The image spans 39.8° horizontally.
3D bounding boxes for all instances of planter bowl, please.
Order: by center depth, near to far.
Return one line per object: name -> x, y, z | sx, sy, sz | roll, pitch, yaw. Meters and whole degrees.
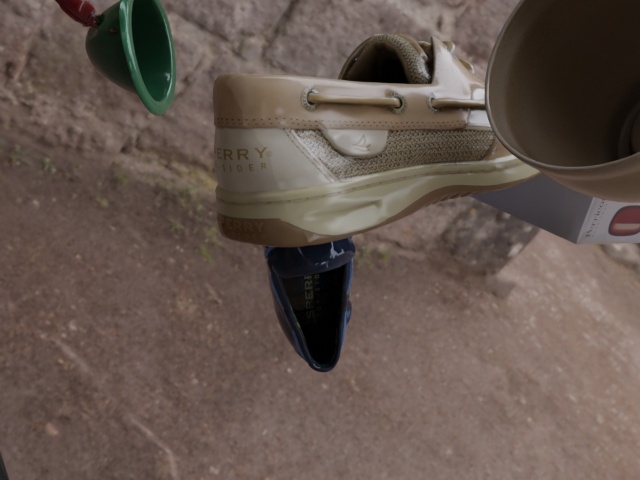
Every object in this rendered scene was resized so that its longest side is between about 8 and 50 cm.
planter bowl -> 0.192, -0.087, 0.508 | 0.109, 0.162, 0.162 | 33, 21, -38

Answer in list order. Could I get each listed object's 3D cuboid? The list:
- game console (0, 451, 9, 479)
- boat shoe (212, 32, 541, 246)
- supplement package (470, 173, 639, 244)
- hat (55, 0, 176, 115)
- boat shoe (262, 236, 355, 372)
game console -> -0.351, 0.183, 0.839 | 0.250, 0.293, 0.173 | 4, 28, 20
boat shoe -> 0.068, -0.087, 0.605 | 0.121, 0.110, 0.341 | 5, 18, 40
supplement package -> 0.276, -0.081, 0.884 | 0.134, 0.139, 0.244 | 29, 20, 37
hat -> -0.301, -0.247, 1.150 | 0.208, 0.183, 0.173 | -85, 165, -50
boat shoe -> 0.000, 0.000, 0.752 | 0.089, 0.109, 0.258 | -113, -172, -54
